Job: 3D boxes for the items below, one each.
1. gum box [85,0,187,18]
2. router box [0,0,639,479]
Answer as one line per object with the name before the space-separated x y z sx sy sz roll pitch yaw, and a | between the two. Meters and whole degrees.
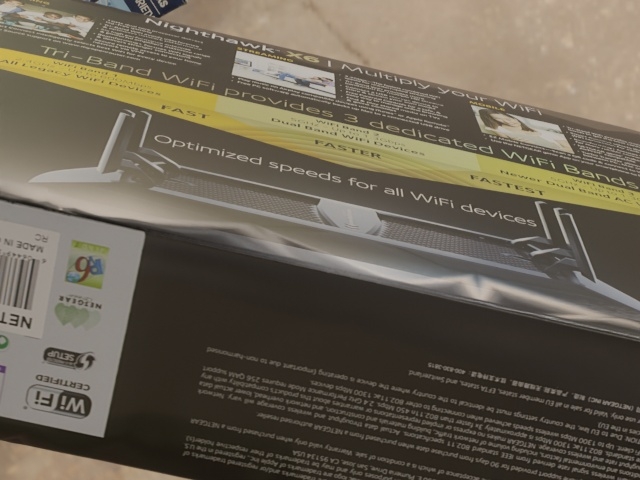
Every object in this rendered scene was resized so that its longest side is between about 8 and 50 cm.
gum box | -0.168 -0.130 0.820 0.184 0.041 0.157 -29 31 7
router box | 0.000 0.000 0.535 0.309 0.081 0.243 13 21 -4
